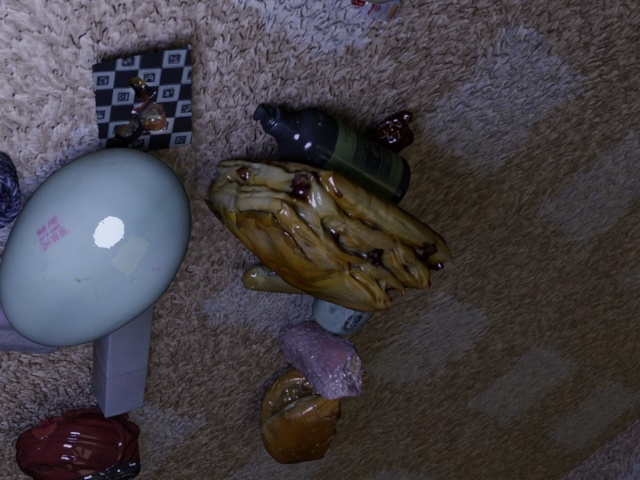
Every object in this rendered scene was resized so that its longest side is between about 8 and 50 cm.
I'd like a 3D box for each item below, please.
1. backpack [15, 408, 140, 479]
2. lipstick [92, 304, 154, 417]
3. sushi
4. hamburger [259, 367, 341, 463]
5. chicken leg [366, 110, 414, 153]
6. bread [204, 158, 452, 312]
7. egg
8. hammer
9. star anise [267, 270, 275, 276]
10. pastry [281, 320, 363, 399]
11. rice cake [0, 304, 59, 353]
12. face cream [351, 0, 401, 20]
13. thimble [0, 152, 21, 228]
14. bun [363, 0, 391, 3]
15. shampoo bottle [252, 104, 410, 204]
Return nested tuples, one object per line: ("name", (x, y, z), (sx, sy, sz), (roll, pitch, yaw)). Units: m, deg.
("backpack", (-0.439, 0.374, 2.122), (0.229, 0.139, 0.229), (-4, 162, -1))
("lipstick", (-0.333, 0.157, 1.993), (0.079, 0.076, 0.372), (-15, 143, -24))
("sushi", (-0.248, -0.199, 1.646), (0.139, 0.031, 0.201), (-12, 144, -16))
("hamburger", (-0.050, 0.377, 2.439), (0.156, 0.144, 0.283), (-13, 144, -24))
("chicken leg", (0.089, -0.134, 1.981), (0.089, 0.048, 0.219), (11, 128, -42))
("bread", (0.005, -0.001, 1.822), (0.324, 0.277, 0.167), (27, 78, -37))
("egg", (-0.327, 0.020, 1.684), (0.230, 0.230, 0.371), (7, 139, -44))
("hammer", (-0.014, 0.078, 2.130), (0.305, 0.113, 0.202), (6, 128, -36))
("star anise", (0.000, 0.000, 2.019), (0.195, 0.065, 0.182), (25, 96, -9))
("pastry", (-0.001, 0.219, 2.247), (0.102, 0.265, 0.112), (-18, 104, -21))
("rice cake", (-0.514, 0.127, 1.834), (0.297, 0.050, 0.106), (6, 131, -42))
("face cream", (0.080, -0.344, 1.731), (0.083, 0.021, 0.040), (3, 132, -40))
("thimble", (-0.455, -0.067, 1.620), (0.095, 0.066, 0.104), (18, 122, -46))
("bun", (0.088, -0.412, 1.563), (0.193, 0.128, 0.178), (-26, 148, -29))
("shampoo bottle", (0.012, -0.139, 1.845), (0.283, 0.101, 0.101), (27, 117, -33))
